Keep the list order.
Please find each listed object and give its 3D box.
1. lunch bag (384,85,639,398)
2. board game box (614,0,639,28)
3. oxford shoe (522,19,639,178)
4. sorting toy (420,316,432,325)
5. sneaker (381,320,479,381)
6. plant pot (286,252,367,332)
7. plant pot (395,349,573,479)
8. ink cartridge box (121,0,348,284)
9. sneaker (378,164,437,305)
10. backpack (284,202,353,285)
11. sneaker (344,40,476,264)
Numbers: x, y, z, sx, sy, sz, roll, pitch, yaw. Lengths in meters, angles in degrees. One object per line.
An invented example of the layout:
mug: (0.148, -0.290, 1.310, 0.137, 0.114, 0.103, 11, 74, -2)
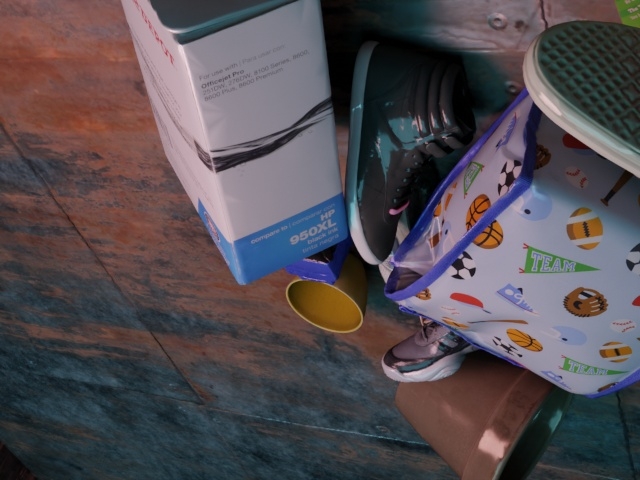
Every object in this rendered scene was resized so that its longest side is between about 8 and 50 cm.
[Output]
lunch bag: (0.296, 0.024, 1.257, 0.328, 0.238, 0.385, 26, 139, -6)
board game box: (0.368, -0.255, 1.025, 0.124, 0.039, 0.259, -4, 138, 35)
oxford shoe: (0.397, -0.096, 1.048, 0.450, 0.169, 0.130, 17, 157, -18)
sorting toy: (0.194, 0.089, 1.587, 0.083, 0.045, 0.075, -12, 117, 18)
sneaker: (0.200, 0.109, 1.510, 0.269, 0.101, 0.153, -22, 117, 11)
plant pot: (0.024, 0.073, 1.631, 0.134, 0.095, 0.134, 19, 144, 14)
plant pot: (0.252, 0.274, 1.634, 0.229, 0.263, 0.263, 31, 149, 25)
ink cartridge box: (-0.110, -0.188, 1.205, 0.285, 0.166, 0.394, 57, 164, 37)
sneaker: (0.110, -0.018, 1.472, 0.122, 0.110, 0.283, 22, 140, 29)
backpack: (0.000, 0.000, 1.533, 0.098, 0.120, 0.101, 12, 152, 18)
sneaker: (0.117, -0.099, 1.264, 0.147, 0.104, 0.295, 9, 111, 22)
